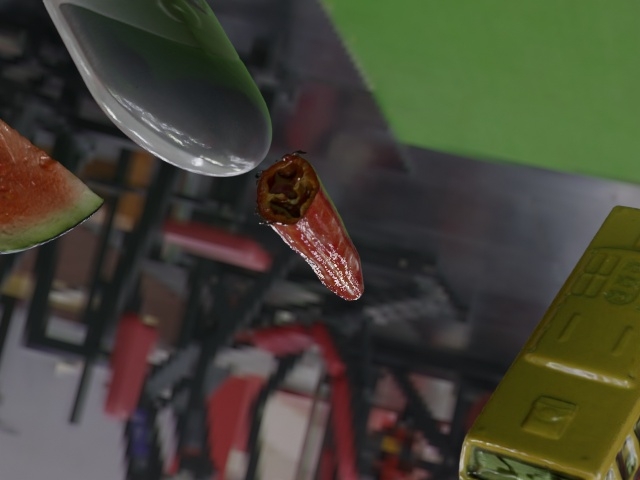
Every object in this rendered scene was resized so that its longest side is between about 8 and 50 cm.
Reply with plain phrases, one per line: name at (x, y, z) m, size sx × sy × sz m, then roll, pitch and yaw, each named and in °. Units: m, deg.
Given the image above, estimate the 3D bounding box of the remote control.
remote control at (-0.165, -0.188, 1.970) m, size 0.221 × 0.103 × 0.332 m, roll 12°, pitch -141°, yaw -44°

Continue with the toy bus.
toy bus at (0.186, 0.121, 1.360) m, size 0.121 × 0.335 × 0.123 m, roll 15°, pitch 136°, yaw 26°

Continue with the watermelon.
watermelon at (-0.318, -0.032, 1.829) m, size 0.193 × 0.145 × 0.137 m, roll 19°, pitch 154°, yaw 28°

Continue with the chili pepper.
chili pepper at (0.002, 0.002, 1.877) m, size 0.065 × 0.088 × 0.169 m, roll -16°, pitch 136°, yaw 19°
